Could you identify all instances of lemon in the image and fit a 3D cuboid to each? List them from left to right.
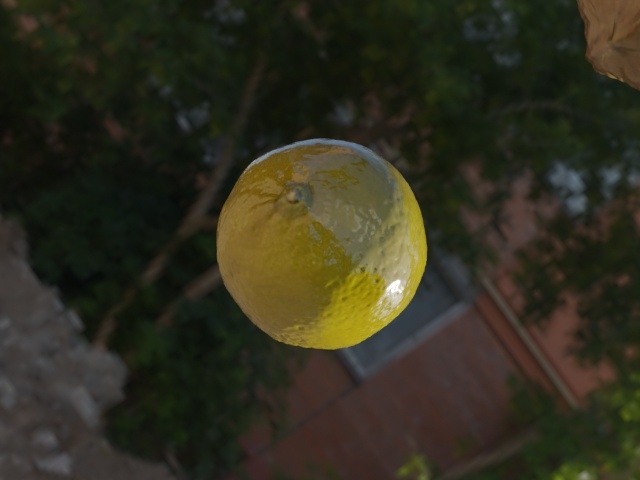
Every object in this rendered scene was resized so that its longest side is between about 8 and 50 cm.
[{"bbox_3d":[0.000,0.000,1.548,0.178,0.178,0.203,52,-4,26],"label":"lemon"}]

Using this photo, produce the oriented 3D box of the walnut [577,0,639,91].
[{"bbox_3d":[0.153,-0.100,0.724,0.105,0.124,0.105,29,-42,30],"label":"walnut"}]
